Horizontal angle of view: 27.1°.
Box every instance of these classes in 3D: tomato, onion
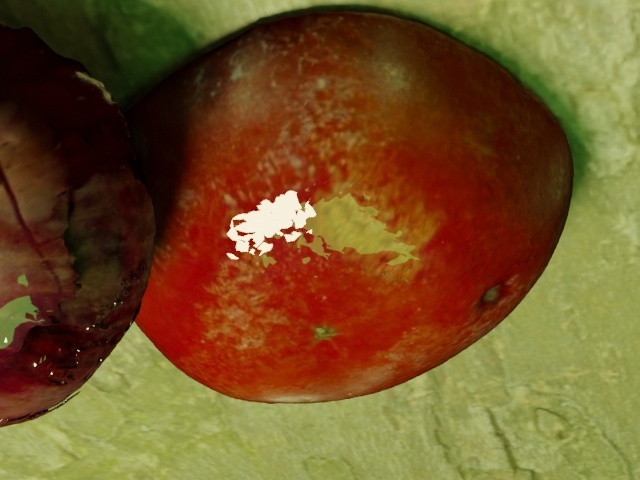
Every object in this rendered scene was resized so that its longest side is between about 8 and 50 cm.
[{"bbox_3d":[0.005,0.011,0.884,0.339,0.143,0.338,-4,141,-3],"label":"tomato"},{"bbox_3d":[-0.213,-0.011,0.795,0.252,0.219,0.252,4,104,15],"label":"onion"}]
